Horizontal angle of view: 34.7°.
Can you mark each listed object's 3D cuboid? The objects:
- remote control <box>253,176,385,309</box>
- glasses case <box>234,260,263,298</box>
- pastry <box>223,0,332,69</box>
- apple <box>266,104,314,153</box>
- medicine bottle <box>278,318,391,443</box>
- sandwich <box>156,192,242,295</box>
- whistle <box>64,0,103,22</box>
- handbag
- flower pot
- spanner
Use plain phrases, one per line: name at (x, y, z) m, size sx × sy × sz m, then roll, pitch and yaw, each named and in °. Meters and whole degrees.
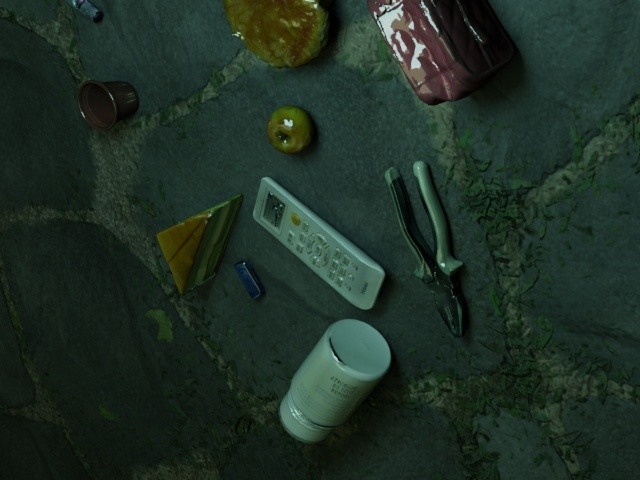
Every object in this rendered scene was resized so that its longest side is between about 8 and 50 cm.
remote control at (0.000, 0.000, 1.939) m, size 0.313 × 0.055 × 0.109 m, roll 40°, pitch 137°, yaw 23°
glasses case at (-0.144, 0.078, 2.107) m, size 0.034 × 0.023 × 0.083 m, roll -28°, pitch 94°, yaw 35°
pastry at (-0.074, -0.407, 1.766) m, size 0.229 × 0.100 × 0.218 m, roll 22°, pitch 127°, yaw 24°
apple at (-0.053, -0.201, 1.865) m, size 0.090 × 0.074 × 0.089 m, roll 17°, pitch 122°, yaw 30°
medicine bottle at (0.022, 0.279, 1.990) m, size 0.143 × 0.143 × 0.258 m, roll 45°, pitch 131°, yaw 13°
sandwich at (-0.220, 0.008, 2.073) m, size 0.187 × 0.117 × 0.144 m, roll -21°, pitch 99°, yaw 41°
whistle at (-0.518, -0.505, 2.120) m, size 0.176 × 0.033 × 0.033 m, roll 37°, pitch 129°, yaw 19°
handbag at (0.184, -0.326, 1.567) m, size 0.135 × 0.146 × 0.225 m, roll -26°, pitch 94°, yaw 49°
flower pot at (-0.431, -0.289, 2.116) m, size 0.111 × 0.089 × 0.111 m, roll 17°, pitch 121°, yaw 31°
spanner at (0.194, 0.020, 1.796) m, size 0.096 × 0.040 × 0.324 m, roll -12°, pitch 102°, yaw 41°
